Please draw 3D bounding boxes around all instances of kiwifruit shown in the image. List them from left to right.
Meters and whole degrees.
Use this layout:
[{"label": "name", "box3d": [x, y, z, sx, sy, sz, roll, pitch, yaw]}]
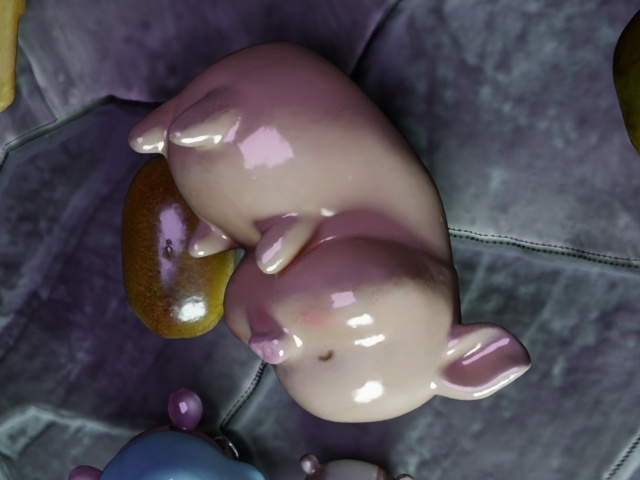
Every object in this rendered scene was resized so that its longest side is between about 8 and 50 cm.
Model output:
[{"label": "kiwifruit", "box3d": [-0.091, 0.003, 1.270, 0.075, 0.075, 0.124, 8, 104, 14]}]

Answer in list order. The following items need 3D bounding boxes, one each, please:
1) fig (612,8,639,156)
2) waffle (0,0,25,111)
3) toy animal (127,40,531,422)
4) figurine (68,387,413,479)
[{"label": "fig", "box3d": [0.273, -0.109, 1.092, 0.236, 0.124, 0.124, -23, 99, 35]}, {"label": "waffle", "box3d": [-0.318, -0.265, 1.253, 0.304, 0.077, 0.348, 13, 109, 11]}, {"label": "toy animal", "box3d": [0.001, -0.003, 1.201, 0.154, 0.166, 0.250, -30, 104, -20]}, {"label": "figurine", "box3d": [-0.031, 0.213, 1.299, 0.205, 0.103, 0.260, -35, 104, 24]}]
